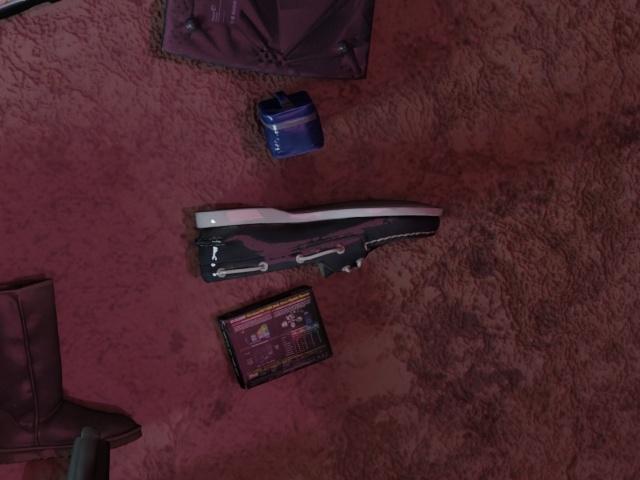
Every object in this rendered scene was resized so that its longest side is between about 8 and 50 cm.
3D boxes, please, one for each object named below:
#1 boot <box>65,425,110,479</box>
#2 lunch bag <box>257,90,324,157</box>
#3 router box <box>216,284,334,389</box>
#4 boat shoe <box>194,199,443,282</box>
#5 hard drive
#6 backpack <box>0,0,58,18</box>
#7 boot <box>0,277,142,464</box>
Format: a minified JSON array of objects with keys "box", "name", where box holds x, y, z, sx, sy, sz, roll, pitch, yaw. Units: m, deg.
[{"box":[-0.264,0.298,1.631,0.077,0.198,0.137,9,70,-10],"name":"boot"},{"box":[-0.037,-0.145,1.705,0.067,0.098,0.065,-14,110,-6],"name":"lunch bag"},{"box":[-0.055,0.118,1.745,0.123,0.038,0.092,-20,100,-15],"name":"router box"},{"box":[0.000,0.000,1.723,0.303,0.114,0.091,-3,94,-5],"name":"boat shoe"},{"box":[-0.062,-0.285,1.709,0.255,0.054,0.171,6,92,-17],"name":"hard drive"},{"box":[-0.372,-0.374,1.547,0.225,0.191,0.253,-25,95,-13],"name":"backpack"},{"box":[-0.309,0.147,1.660,0.190,0.076,0.208,-5,88,-19],"name":"boot"}]
